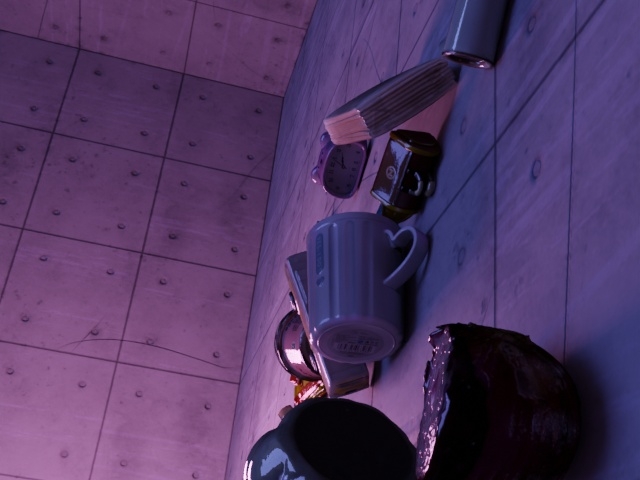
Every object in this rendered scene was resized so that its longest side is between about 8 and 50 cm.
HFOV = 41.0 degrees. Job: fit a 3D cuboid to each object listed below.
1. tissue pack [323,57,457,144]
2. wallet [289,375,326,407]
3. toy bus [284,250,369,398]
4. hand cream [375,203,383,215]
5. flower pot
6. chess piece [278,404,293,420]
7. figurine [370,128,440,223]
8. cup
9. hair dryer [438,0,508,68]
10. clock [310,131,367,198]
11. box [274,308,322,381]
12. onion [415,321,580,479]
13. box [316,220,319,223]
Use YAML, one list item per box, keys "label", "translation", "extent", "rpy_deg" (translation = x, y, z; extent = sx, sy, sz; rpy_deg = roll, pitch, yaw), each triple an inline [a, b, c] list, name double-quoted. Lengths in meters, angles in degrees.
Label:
- label: "tissue pack"
  translation: [0.110, -0.236, 1.490]
  extent: [0.071, 0.170, 0.325]
  rpy_deg: [60, 174, -8]
- label: "wallet"
  translation: [-0.012, 0.277, 1.834]
  extent: [0.241, 0.067, 0.141]
  rpy_deg: [119, 158, -59]
- label: "toy bus"
  translation: [0.007, 0.139, 1.508]
  extent: [0.106, 0.092, 0.268]
  rpy_deg: [90, 162, -65]
- label: "hand cream"
  translation: [0.126, -0.067, 1.551]
  extent: [0.083, 0.048, 0.224]
  rpy_deg: [-132, 61, -78]
- label: "flower pot"
  translation: [0.015, 0.330, 1.096]
  extent: [0.246, 0.246, 0.195]
  rpy_deg: [-95, 21, -61]
- label: "chess piece"
  translation: [-0.058, 0.404, 1.898]
  extent: [0.038, 0.083, 0.084]
  rpy_deg: [-40, 7, -7]
- label: "figurine"
  translation: [0.146, -0.092, 1.383]
  extent: [0.098, 0.082, 0.154]
  rpy_deg: [51, 132, 50]
- label: "cup"
  translation: [0.063, 0.064, 1.363]
  extent: [0.221, 0.167, 0.202]
  rpy_deg: [110, 165, -52]
- label: "hair dryer"
  translation: [0.219, -0.313, 1.271]
  extent: [0.236, 0.073, 0.131]
  rpy_deg: [-93, 16, -88]
- label: "clock"
  translation: [0.042, -0.171, 1.935]
  extent: [0.050, 0.110, 0.152]
  rpy_deg: [-90, 14, -63]
- label: "box"
  translation: [0.002, 0.196, 1.631]
  extent: [0.135, 0.151, 0.151]
  rpy_deg: [168, 114, -70]
- label: "onion"
  translation: [0.149, 0.188, 0.782]
  extent: [0.195, 0.140, 0.218]
  rpy_deg: [-133, 55, -83]
- label: "box"
  translation: [0.000, 0.000, 2.195]
  extent: [0.083, 0.035, 0.079]
  rpy_deg: [-100, 24, -68]
